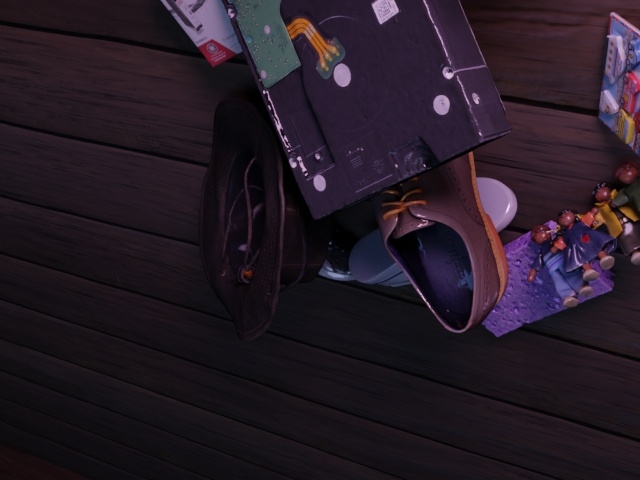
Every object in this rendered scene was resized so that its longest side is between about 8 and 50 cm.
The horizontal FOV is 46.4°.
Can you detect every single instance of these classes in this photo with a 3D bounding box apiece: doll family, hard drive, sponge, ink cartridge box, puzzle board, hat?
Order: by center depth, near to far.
[{"bbox_3d":[0.305,-0.145,0.730,0.011,0.096,0.128,-21,136,-7],"label":"puzzle board"},{"bbox_3d":[0.020,-0.214,0.738,0.237,0.064,0.338,-25,89,46],"label":"hard drive"},{"bbox_3d":[0.311,-0.011,0.848,0.193,0.111,0.076,-36,142,18],"label":"doll family"},{"bbox_3d":[-0.127,-0.286,0.876,0.099,0.056,0.135,-14,124,43],"label":"ink cartridge box"},{"bbox_3d":[-0.060,-0.034,1.005,0.134,0.331,0.331,-3,150,-24],"label":"hat"},{"bbox_3d":[0.275,0.058,1.013,0.117,0.031,0.210,40,141,-11],"label":"sponge"}]

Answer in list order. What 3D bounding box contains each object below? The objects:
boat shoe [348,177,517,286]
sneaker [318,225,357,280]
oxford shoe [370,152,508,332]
[{"bbox_3d":[0.156,-0.005,0.992,0.258,0.095,0.084,-23,149,39],"label":"boat shoe"},{"bbox_3d":[0.000,0.000,1.103,0.178,0.072,0.077,16,129,10],"label":"sneaker"},{"bbox_3d":[0.110,-0.068,0.836,0.130,0.133,0.363,-26,95,26],"label":"oxford shoe"}]
